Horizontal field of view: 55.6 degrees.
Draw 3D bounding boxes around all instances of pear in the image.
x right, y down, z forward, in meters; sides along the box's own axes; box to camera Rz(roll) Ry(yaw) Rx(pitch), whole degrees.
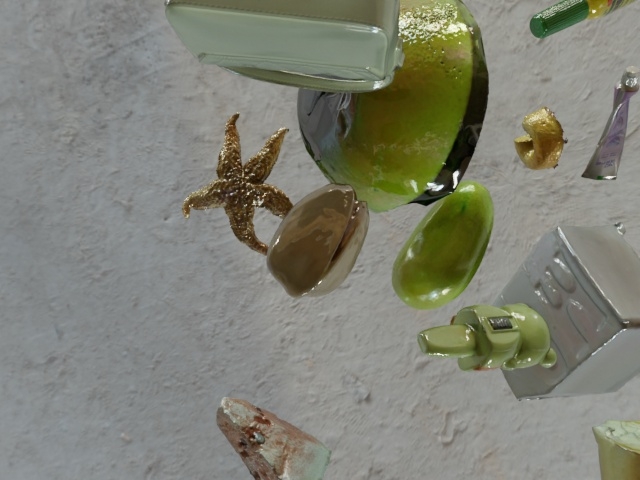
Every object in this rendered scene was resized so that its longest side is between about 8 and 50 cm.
[{"bbox_3d":[0.081,-0.235,1.021,0.399,0.165,0.399,-6,84,63],"label":"pear"}]

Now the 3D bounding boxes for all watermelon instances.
[{"bbox_3d":[-0.091,0.374,1.125,0.241,0.154,0.094,37,134,2],"label":"watermelon"}]

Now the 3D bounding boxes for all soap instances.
[{"bbox_3d":[0.632,0.204,1.531,0.435,0.213,0.350,112,148,-44],"label":"soap"}]

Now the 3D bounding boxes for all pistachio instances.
[{"bbox_3d":[0.000,0.000,0.724,0.113,0.113,0.149,31,87,13],"label":"pistachio"}]

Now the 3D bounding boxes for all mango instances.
[{"bbox_3d":[0.248,0.016,1.199,0.149,0.185,0.273,33,93,13],"label":"mango"}]

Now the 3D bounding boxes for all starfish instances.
[{"bbox_3d":[-0.155,-0.123,1.328,0.299,0.060,0.302,9,93,7],"label":"starfish"}]

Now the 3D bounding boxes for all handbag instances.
[{"bbox_3d":[-0.032,-0.227,0.680,0.256,0.219,0.079,9,81,6],"label":"handbag"}]

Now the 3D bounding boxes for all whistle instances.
[{"bbox_3d":[0.295,0.173,1.064,0.106,0.288,0.131,116,144,-45],"label":"whistle"}]

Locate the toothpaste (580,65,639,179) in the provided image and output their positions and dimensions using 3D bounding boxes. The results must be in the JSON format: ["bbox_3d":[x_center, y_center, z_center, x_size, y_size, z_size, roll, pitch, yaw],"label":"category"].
[{"bbox_3d":[0.647,-0.245,1.335,0.075,0.301,0.048,-17,48,-8],"label":"toothpaste"}]

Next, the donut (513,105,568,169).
[{"bbox_3d":[0.589,-0.261,1.641,0.078,0.181,0.146,-18,70,-10],"label":"donut"}]

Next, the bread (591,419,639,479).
[{"bbox_3d":[0.488,0.262,0.681,0.333,0.160,0.333,-1,88,41],"label":"bread"}]

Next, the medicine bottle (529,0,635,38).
[{"bbox_3d":[0.514,-0.455,1.157,0.260,0.095,0.064,-27,64,-11],"label":"medicine bottle"}]
